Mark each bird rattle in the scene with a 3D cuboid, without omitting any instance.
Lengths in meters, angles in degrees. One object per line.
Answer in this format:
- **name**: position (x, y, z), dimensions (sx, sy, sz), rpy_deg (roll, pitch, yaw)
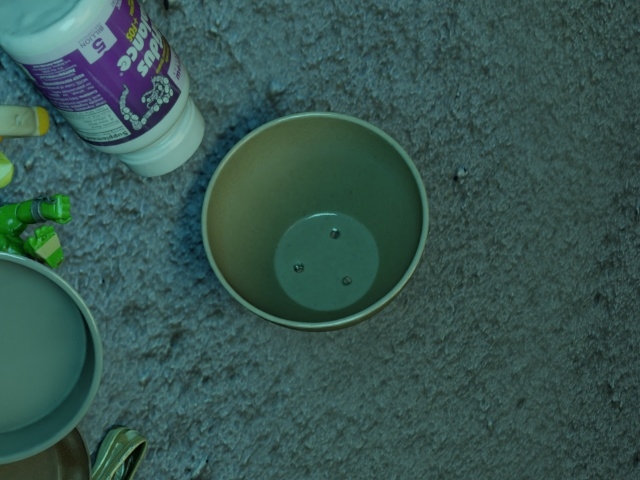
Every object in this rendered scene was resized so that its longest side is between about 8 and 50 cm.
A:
- **bird rattle**: position (-0.433, -0.139, 1.647), dimensions (0.253, 0.207, 0.143), rpy_deg (11, 76, -62)

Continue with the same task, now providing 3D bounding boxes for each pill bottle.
- **pill bottle**: position (-0.271, -0.217, 1.834), dimensions (0.169, 0.169, 0.301), rpy_deg (-59, 141, -19)

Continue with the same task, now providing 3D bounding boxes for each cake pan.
- **cake pan**: position (-0.414, 0.137, 1.756), dimensions (0.293, 0.054, 0.293), rpy_deg (-4, 113, -9)

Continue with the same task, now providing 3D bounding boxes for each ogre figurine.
- **ogre figurine**: position (-0.381, 0.032, 1.828), dimensions (0.097, 0.118, 0.197), rpy_deg (-20, 118, -45)

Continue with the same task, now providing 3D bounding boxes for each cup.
- **cup**: position (0.000, 0.000, 2.183), dimensions (0.331, 0.331, 0.237), rpy_deg (-63, 168, -14)

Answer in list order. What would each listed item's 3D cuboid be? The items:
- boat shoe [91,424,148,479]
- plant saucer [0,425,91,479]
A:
- **boat shoe**: position (-0.307, 0.364, 2.083), dimensions (0.068, 0.072, 0.190), rpy_deg (28, 81, -52)
- **plant saucer**: position (-0.439, 0.359, 1.934), dimensions (0.311, 0.050, 0.310), rpy_deg (-21, 119, -46)
